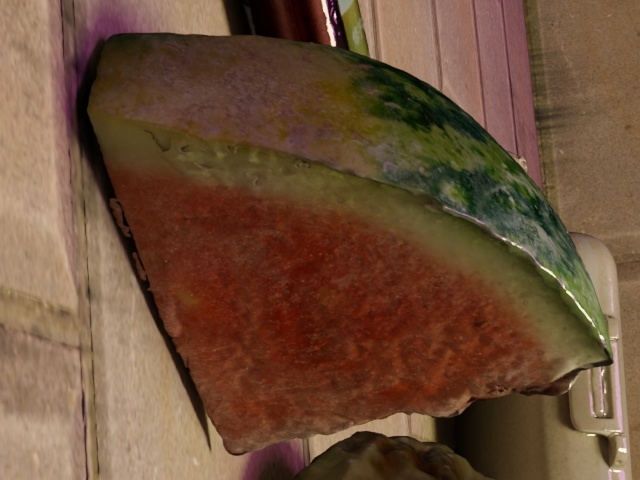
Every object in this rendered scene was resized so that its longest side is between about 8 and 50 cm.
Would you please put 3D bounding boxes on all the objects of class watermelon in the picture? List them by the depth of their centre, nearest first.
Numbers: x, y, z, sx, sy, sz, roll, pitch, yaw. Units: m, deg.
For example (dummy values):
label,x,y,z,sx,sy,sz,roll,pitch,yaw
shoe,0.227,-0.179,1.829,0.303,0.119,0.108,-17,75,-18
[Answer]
label,x,y,z,sx,sy,sz,roll,pitch,yaw
watermelon,0.000,0.000,0.983,0.232,0.310,0.193,141,-48,-58

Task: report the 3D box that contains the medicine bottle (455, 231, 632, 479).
label,x,y,z,sx,sy,sz,roll,pitch,yaw
medicine bottle,0.235,0.188,1.906,0.282,0.123,0.375,138,-45,-62

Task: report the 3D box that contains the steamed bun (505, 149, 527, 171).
label,x,y,z,sx,sy,sz,roll,pitch,yaw
steamed bun,0.147,0.021,1.767,0.177,0.131,0.228,-72,160,-64

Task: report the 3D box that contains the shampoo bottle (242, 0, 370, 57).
label,x,y,z,sx,sy,sz,roll,pitch,yaw
shampoo bottle,-0.025,-0.217,1.222,0.129,0.084,0.323,-79,159,-62

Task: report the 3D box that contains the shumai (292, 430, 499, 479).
label,x,y,z,sx,sy,sz,roll,pitch,yaw
shumai,0.149,0.300,1.176,0.324,0.323,0.397,-81,160,-57
